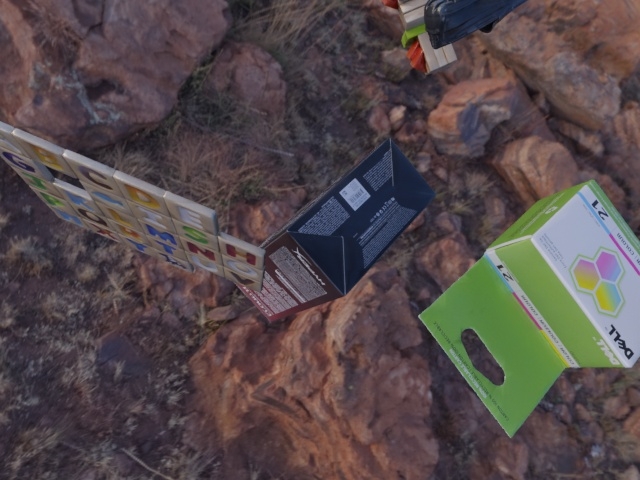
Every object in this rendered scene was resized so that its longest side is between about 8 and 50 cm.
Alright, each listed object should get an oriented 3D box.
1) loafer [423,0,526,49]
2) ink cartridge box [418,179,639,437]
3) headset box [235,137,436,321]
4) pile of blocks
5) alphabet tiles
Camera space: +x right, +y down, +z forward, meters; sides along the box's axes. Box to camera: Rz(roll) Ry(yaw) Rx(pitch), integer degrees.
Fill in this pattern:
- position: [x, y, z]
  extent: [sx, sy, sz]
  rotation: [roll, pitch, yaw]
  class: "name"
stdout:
- position: [0.265, -0.376, 0.805]
  extent: [0.223, 0.078, 0.076]
  rotation: [-26, 44, -10]
  class: "loafer"
- position: [0.275, 0.080, 0.596]
  extent: [0.255, 0.097, 0.189]
  rotation: [-37, 91, -24]
  class: "ink cartridge box"
- position: [0.000, 0.000, 0.758]
  extent: [0.110, 0.293, 0.218]
  rotation: [49, 60, -5]
  class: "headset box"
- position: [0.188, -0.522, 1.096]
  extent: [0.149, 0.112, 0.362]
  rotation: [-103, 170, -60]
  class: "pile of blocks"
- position: [-0.160, -0.015, 0.448]
  extent: [0.237, 0.198, 0.009]
  rotation: [23, 69, 1]
  class: "alphabet tiles"
